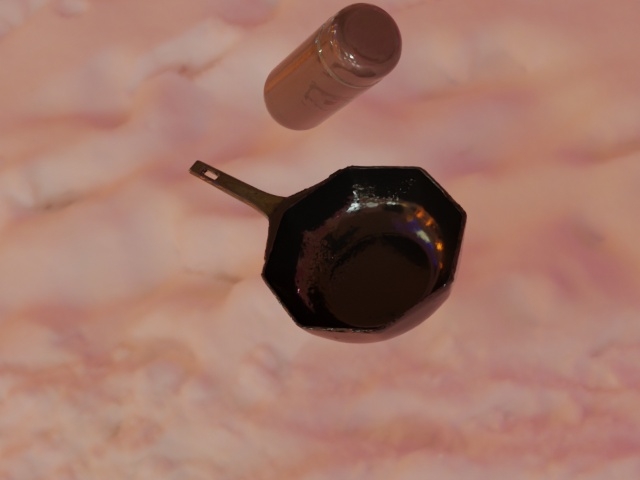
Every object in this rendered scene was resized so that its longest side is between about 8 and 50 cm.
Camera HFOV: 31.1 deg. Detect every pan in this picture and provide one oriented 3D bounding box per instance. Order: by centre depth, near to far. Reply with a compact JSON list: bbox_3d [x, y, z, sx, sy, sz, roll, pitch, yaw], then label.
[{"bbox_3d":[0.013,-0.009,0.764,0.128,0.048,0.202,-32,51,-7],"label":"pan"}]

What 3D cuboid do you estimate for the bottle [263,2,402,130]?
[{"bbox_3d":[0.005,-0.116,0.785,0.053,0.053,0.140,-45,8,-25],"label":"bottle"}]
